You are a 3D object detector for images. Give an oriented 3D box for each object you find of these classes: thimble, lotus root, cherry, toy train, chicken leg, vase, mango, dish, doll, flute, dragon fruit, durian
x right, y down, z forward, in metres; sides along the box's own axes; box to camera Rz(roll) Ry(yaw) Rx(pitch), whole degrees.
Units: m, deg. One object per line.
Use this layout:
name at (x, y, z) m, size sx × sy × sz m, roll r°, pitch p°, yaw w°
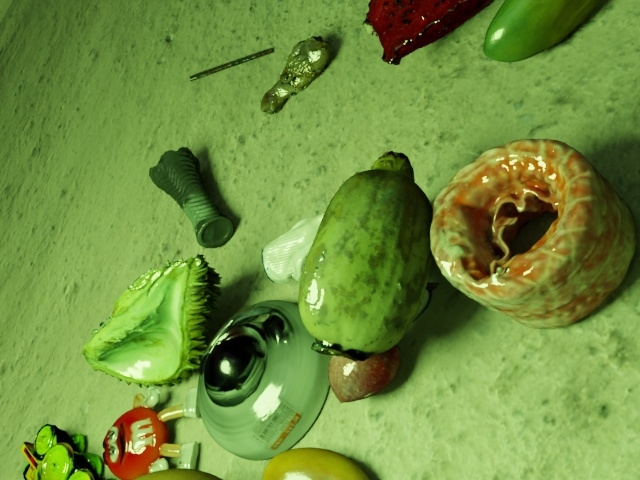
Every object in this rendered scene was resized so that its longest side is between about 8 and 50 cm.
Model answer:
thimble at (0.275, -0.010, 1.067) m, size 0.239 × 0.162 × 0.239 m, roll -21°, pitch 53°, yaw 31°
lotus root at (0.067, 0.015, 1.127) m, size 0.173 × 0.173 × 0.309 m, roll 6°, pitch 75°, yaw 44°
cherry at (0.089, 0.146, 1.208) m, size 0.225 × 0.090 × 0.107 m, roll -54°, pitch 26°, yaw -15°
toy train at (-0.482, 0.465, 1.519) m, size 0.296 × 0.100 × 0.161 m, roll 28°, pitch 88°, yaw 47°
chicken leg at (-0.054, -0.332, 1.631) m, size 0.198 × 0.069 × 0.085 m, roll -48°, pitch 67°, yaw 19°
vase at (-0.255, -0.082, 1.639) m, size 0.115 × 0.115 × 0.237 m, roll -47°, pitch 49°, yaw 10°
mango at (0.351, -0.366, 1.228) m, size 0.237 × 0.137 × 0.091 m, roll -53°, pitch 41°, yaw 24°
dish at (-0.125, 0.209, 1.325) m, size 0.273 × 0.134 × 0.273 m, roll -22°, pitch 52°, yaw 31°
doll at (-0.313, 0.352, 1.447) m, size 0.217 × 0.085 × 0.183 m, roll -17°, pitch 57°, yaw 24°
flute at (-0.208, -0.400, 1.839) m, size 0.269 × 0.014 × 0.014 m, roll -8°, pitch 62°, yaw 39°
mango at (-0.005, 0.353, 1.167) m, size 0.184 × 0.085 × 0.102 m, roll -3°, pitch 65°, yaw 35°
dragon fruit at (0.228, -0.459, 1.417) m, size 0.343 × 0.100 × 0.282 m, roll -36°, pitch 45°, yaw 17°
durian at (-0.289, 0.131, 1.443) m, size 0.394 × 0.198 × 0.163 m, roll -49°, pitch 26°, yaw 45°

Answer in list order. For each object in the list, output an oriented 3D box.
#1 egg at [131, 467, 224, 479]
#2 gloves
egg at (-0.228, 0.468, 1.180) m, size 0.322 × 0.250 × 0.250 m, roll -29°, pitch 49°, yaw 38°
gloves at (0.001, 0.003, 1.357) m, size 0.229 × 0.097 × 0.119 m, roll -28°, pitch 55°, yaw 34°
